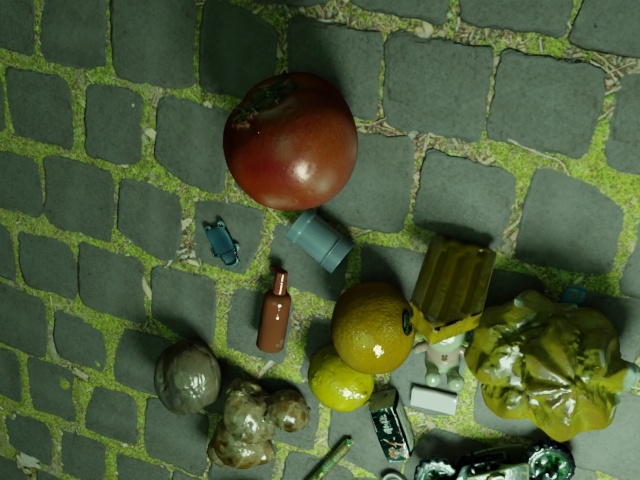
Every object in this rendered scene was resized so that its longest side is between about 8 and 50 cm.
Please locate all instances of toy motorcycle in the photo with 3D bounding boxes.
[{"bbox_3d":[0.457,0.649,1.560,0.409,0.168,0.237,-13,95,15],"label":"toy motorcycle"}]

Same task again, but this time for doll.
[{"bbox_3d":[0.307,0.236,1.513,0.154,0.113,0.275,-1,101,12],"label":"doll"}]

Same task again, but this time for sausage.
[{"bbox_3d":[0.025,0.675,1.805,0.032,0.033,0.269,38,116,4],"label":"sausage"}]

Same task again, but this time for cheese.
[{"bbox_3d":[0.585,0.148,1.426,0.047,0.017,0.111,39,117,7],"label":"cheese"}]

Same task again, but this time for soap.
[{"bbox_3d":[0.300,0.120,1.388,0.160,0.258,0.080,15,146,16],"label":"soap"}]

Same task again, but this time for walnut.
[{"bbox_3d":[-0.393,0.399,1.775,0.224,0.224,0.224,6,110,18],"label":"walnut"}]

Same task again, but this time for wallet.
[{"bbox_3d":[0.306,0.432,1.622,0.122,0.025,0.061,9,109,16],"label":"wallet"}]

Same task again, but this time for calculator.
[{"bbox_3d":[-0.273,0.014,1.693,0.094,0.019,0.141,-19,102,25],"label":"calculator"}]

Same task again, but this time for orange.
[{"bbox_3d":[0.132,0.220,1.503,0.236,0.236,0.237,6,110,18],"label":"orange"}]

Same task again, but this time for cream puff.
[{"bbox_3d":[0.504,0.294,1.357,0.377,0.275,0.379,10,117,21],"label":"cream puff"}]

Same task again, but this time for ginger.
[{"bbox_3d":[-0.211,0.559,1.778,0.256,0.176,0.375,31,117,-10],"label":"ginger"}]

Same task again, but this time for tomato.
[{"bbox_3d":[-0.064,-0.218,1.394,0.321,0.321,0.322,6,110,18],"label":"tomato"}]

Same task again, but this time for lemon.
[{"bbox_3d":[0.051,0.366,1.612,0.206,0.173,0.174,27,116,23],"label":"lemon"}]

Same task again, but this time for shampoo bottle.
[{"bbox_3d":[-0.125,0.192,1.667,0.085,0.085,0.245,15,110,15],"label":"shampoo bottle"}]

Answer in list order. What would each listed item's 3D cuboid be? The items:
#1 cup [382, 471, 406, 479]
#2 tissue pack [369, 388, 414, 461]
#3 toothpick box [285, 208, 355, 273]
[{"bbox_3d":[0.239,0.789,1.695,0.201,0.167,0.221,-15,104,21],"label":"cup"},{"bbox_3d":[0.196,0.507,1.647,0.090,0.103,0.170,-18,102,17],"label":"tissue pack"},{"bbox_3d":[0.000,0.000,1.543,0.153,0.101,0.101,39,117,5],"label":"toothpick box"}]
